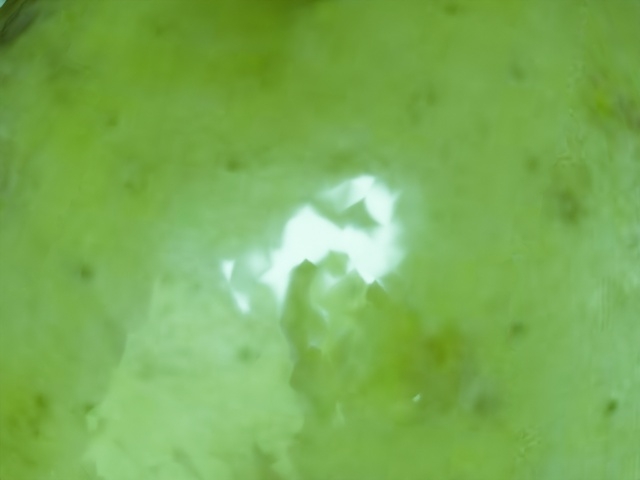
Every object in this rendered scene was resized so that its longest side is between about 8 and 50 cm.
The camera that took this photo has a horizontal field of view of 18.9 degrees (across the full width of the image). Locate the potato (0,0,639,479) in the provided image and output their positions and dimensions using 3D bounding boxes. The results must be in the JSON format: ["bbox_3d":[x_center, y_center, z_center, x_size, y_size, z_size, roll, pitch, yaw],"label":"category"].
[{"bbox_3d":[0.000,0.000,0.568,0.285,0.242,0.242,7,118,2],"label":"potato"}]

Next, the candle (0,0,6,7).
[{"bbox_3d":[-0.141,-0.096,0.615,0.168,0.068,0.192,-20,114,22],"label":"candle"}]
